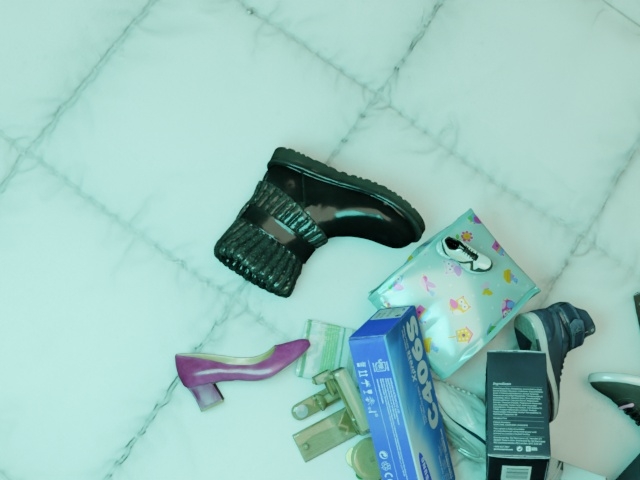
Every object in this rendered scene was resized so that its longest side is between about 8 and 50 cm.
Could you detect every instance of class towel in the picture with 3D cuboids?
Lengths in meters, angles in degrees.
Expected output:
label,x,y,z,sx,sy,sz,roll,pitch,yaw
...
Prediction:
label,x,y,z,sx,sy,sz,roll,pitch,yaw
towel,0.033,0.220,1.902,0.152,0.023,0.113,13,78,-8

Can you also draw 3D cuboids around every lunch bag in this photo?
label,x,y,z,sx,sy,sz,roll,pitch,yaw
lunch bag,0.245,0.109,1.889,0.262,0.160,0.223,-40,87,-21

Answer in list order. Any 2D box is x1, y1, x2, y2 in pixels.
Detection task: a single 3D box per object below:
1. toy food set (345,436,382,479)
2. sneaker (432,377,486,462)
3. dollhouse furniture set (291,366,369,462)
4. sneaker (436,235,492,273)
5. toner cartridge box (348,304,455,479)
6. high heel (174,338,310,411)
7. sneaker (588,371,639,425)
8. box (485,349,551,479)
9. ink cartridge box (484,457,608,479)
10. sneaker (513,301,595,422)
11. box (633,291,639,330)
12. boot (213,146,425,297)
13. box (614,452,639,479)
label,x,y,z,sx,sy,sz,roll,pitch,yaw
toy food set,0.095,0.412,1.866,0.083,0.020,0.083,-35,85,-15
sneaker,0.246,0.315,1.889,0.235,0.090,0.095,43,61,-1
dollhouse furniture set,0.008,0.318,1.796,0.123,0.151,0.144,-26,90,-12
sneaker,0.264,0.026,1.812,0.109,0.044,0.040,23,67,3
toner cartridge box,0.149,0.306,1.767,0.075,0.165,0.348,-9,102,27
high heel,-0.144,0.212,1.843,0.244,0.082,0.117,-27,93,-1
sneaker,0.644,0.360,1.921,0.295,0.104,0.147,23,74,-5
box,0.349,0.320,1.775,0.108,0.153,0.207,1,57,9
ink cartridge box,0.407,0.476,1.815,0.208,0.087,0.153,16,72,32
sneaker,0.468,0.230,1.933,0.163,0.086,0.226,-16,103,-32
box,0.742,0.180,1.945,0.168,0.167,0.203,-7,79,-11
boot,-0.001,0.001,1.883,0.348,0.131,0.260,23,68,8
box,0.616,0.524,1.839,0.184,0.103,0.261,40,97,-1
